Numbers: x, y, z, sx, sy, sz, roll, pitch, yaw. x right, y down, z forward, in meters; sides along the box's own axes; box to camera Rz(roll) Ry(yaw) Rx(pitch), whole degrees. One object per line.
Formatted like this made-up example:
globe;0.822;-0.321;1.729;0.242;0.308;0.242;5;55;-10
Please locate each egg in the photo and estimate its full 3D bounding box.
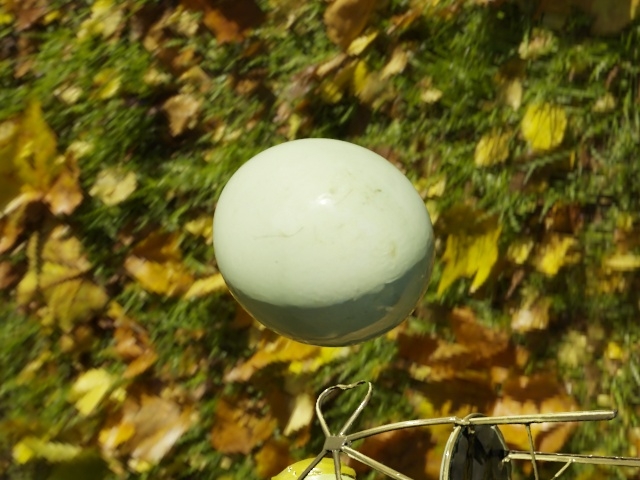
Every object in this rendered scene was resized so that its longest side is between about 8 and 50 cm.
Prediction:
egg;0.000;0.000;1.017;0.149;0.192;0.149;-11;112;-28

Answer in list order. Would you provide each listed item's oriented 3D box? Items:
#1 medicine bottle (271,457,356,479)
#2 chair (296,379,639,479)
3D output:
medicine bottle;0.006;0.386;1.734;0.124;0.238;0.124;-7;147;-5
chair;0.154;0.241;1.405;0.326;0.159;0.170;-3;149;33
